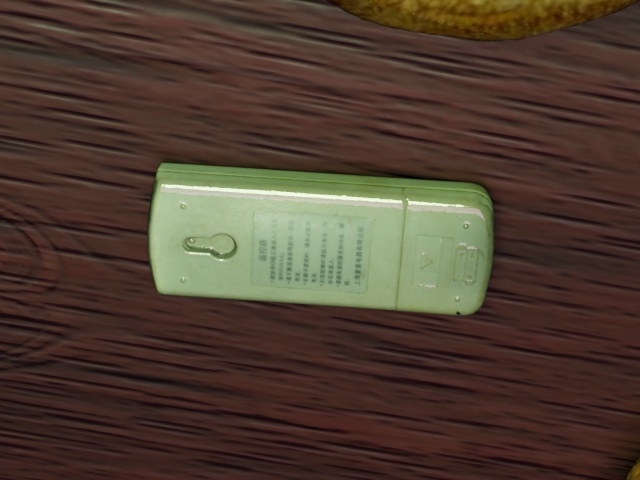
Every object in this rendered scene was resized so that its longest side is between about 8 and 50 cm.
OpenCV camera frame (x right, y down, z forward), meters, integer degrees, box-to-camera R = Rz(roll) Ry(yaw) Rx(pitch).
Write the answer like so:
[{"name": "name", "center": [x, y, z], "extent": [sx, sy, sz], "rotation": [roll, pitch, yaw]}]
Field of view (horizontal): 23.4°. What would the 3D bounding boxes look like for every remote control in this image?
[{"name": "remote control", "center": [0.000, 0.000, 1.047], "extent": [0.233, 0.038, 0.098], "rotation": [3, 121, 1]}]

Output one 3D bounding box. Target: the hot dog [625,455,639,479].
[{"name": "hot dog", "center": [0.355, 0.223, 1.104], "extent": [0.267, 0.174, 0.388], "rotation": [16, 112, -11]}]

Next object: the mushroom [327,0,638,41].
[{"name": "mushroom", "center": [0.084, -0.263, 0.792], "extent": [0.345, 0.239, 0.345], "rotation": [6, 107, 18]}]
